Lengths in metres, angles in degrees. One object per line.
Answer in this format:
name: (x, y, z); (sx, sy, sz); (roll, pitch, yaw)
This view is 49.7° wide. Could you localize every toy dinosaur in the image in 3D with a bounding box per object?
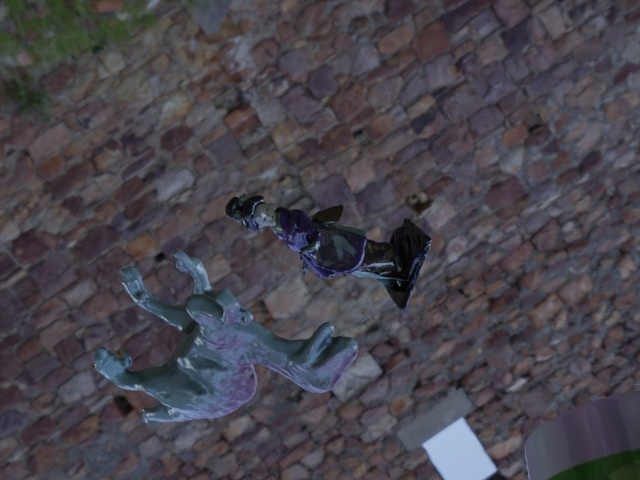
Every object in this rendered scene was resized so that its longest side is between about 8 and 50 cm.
toy dinosaur: (-0.080, 0.094, 0.471); (0.053, 0.167, 0.242); (-49, 166, -46)

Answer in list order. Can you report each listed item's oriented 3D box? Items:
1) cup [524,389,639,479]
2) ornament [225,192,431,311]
cup: (0.271, 0.264, 0.494); (0.253, 0.253, 0.274); (-27, -134, 29)
ornament: (0.004, 0.003, 0.681); (0.088, 0.203, 0.081); (-70, -158, 11)
